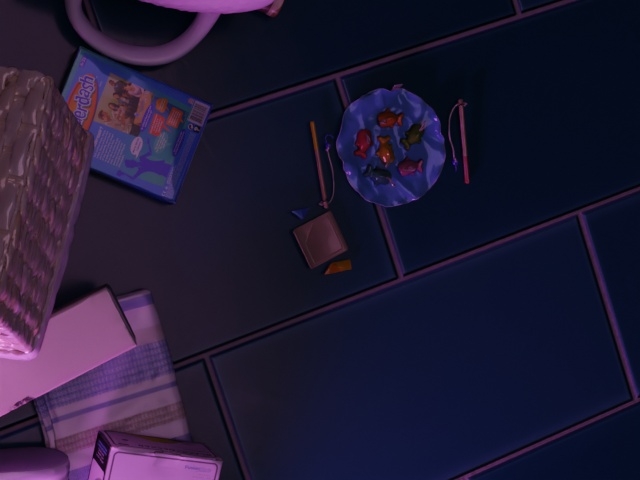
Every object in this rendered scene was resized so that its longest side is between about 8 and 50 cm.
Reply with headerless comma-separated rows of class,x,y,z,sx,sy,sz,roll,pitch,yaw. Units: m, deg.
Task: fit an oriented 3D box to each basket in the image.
basket,-0.491,-0.048,1.638,0.328,0.266,0.331,11,77,3

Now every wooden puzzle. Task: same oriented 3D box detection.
wooden puzzle,0.000,0.000,2.008,0.078,0.014,0.116,-21,97,-22

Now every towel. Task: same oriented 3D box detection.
towel,-0.307,0.226,1.889,0.209,0.034,0.285,-17,96,-18

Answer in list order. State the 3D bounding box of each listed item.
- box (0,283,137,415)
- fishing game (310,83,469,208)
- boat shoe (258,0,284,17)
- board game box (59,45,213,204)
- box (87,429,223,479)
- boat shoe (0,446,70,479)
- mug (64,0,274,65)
box,-0.391,0.161,1.784,0.275,0.113,0.094,-27,95,-6
fishing game,0.115,-0.147,2.034,0.264,0.041,0.189,-6,95,-19
boat shoe,-0.065,-0.412,1.962,0.049,0.056,0.152,17,85,-24
board game box,-0.281,-0.163,1.891,0.210,0.047,0.160,23,83,-18
box,-0.255,0.424,1.855,0.169,0.087,0.290,10,95,-22
boat shoe,-0.524,0.375,1.774,0.367,0.136,0.156,-2,102,-24
mug,-0.216,-0.416,1.822,0.328,0.276,0.374,18,114,-25
